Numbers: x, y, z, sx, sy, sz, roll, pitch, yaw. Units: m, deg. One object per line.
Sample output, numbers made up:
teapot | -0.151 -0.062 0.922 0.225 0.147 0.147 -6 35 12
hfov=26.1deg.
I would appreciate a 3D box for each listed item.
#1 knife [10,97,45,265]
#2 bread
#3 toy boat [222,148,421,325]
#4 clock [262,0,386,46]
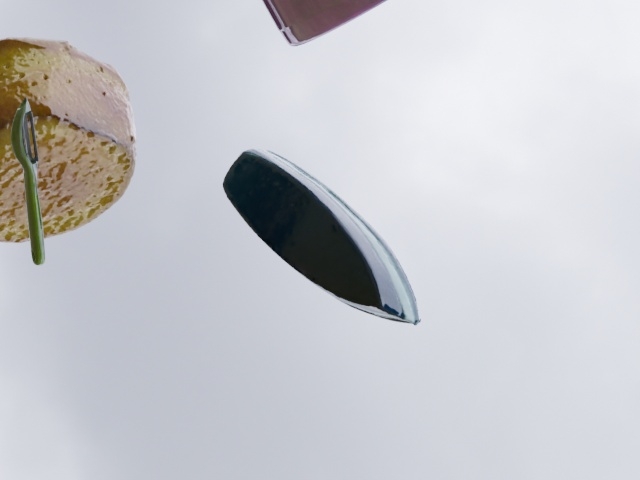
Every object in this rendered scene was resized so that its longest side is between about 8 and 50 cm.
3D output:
knife | -0.306 -0.059 1.447 0.022 0.026 0.184 34 -49 58
bread | -0.400 -0.130 1.876 0.312 0.312 0.172 -61 -140 38
toy boat | 0.000 0.000 1.530 0.299 0.062 0.096 42 -78 32
clock | 0.090 -0.276 1.041 0.338 0.338 0.102 -19 -72 48
